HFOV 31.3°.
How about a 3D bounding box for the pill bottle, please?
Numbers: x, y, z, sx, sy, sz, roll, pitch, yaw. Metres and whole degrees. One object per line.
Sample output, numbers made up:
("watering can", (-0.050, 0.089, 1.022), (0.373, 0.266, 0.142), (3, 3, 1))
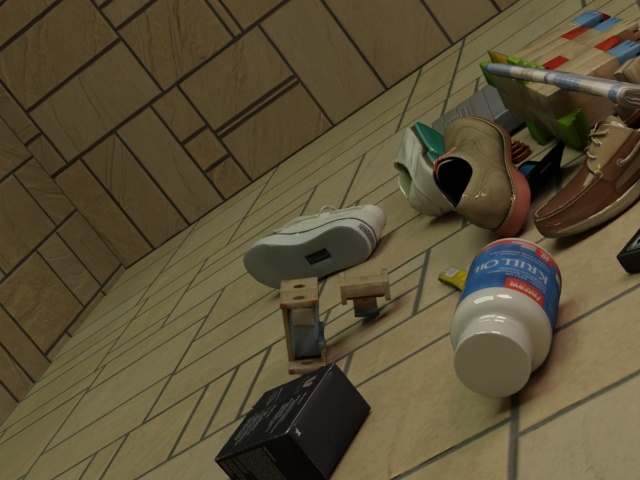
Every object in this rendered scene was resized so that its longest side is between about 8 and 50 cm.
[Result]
("pill bottle", (0.229, 0.096, 1.416), (0.124, 0.124, 0.221), (-31, 14, 27))

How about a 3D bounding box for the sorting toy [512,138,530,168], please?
("sorting toy", (0.354, -0.158, 2.190), (0.102, 0.042, 0.061), (-43, 13, -21))

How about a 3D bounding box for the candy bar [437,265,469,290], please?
("candy bar", (0.222, 0.062, 1.809), (0.040, 0.018, 0.161), (-35, 11, -6))

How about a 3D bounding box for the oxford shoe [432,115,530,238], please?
("oxford shoe", (0.251, -0.135, 1.948), (0.348, 0.130, 0.123), (-107, 38, -61))

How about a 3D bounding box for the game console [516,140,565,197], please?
("game console", (0.352, -0.118, 1.964), (0.122, 0.071, 0.107), (-44, -26, -25))

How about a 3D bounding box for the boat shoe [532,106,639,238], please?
("boat shoe", (0.436, -0.127, 1.666), (0.324, 0.116, 0.123), (-37, 12, 3))

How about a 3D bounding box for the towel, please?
("towel", (0.430, -0.243, 1.824), (0.209, 0.034, 0.285), (0, 15, -40))

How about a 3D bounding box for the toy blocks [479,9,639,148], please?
("toy blocks", (0.493, -0.321, 2.141), (0.261, 0.190, 0.381), (-29, 23, -2))

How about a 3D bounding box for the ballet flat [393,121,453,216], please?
("ballet flat", (0.220, -0.119, 2.249), (0.139, 0.139, 0.400), (-36, 20, 8))

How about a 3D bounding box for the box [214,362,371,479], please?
("box", (-0.038, 0.270, 1.600), (0.158, 0.093, 0.156), (-29, 15, 40))

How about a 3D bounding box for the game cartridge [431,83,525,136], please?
("game cartridge", (0.352, -0.263, 2.555), (0.230, 0.068, 0.355), (-38, 12, 15))

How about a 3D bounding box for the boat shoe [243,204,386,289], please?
("boat shoe", (-0.004, -0.007, 2.435), (0.367, 0.136, 0.156), (-21, 20, 44))

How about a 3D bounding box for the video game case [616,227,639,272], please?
("video game case", (0.524, -0.066, 1.387), (0.248, 0.035, 0.275), (-45, 13, -29))

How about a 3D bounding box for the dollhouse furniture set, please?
("dollhouse furniture set", (0.030, 0.135, 1.926), (0.184, 0.129, 0.129), (-7, 16, 2))

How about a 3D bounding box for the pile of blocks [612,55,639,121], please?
("pile of blocks", (0.632, -0.333, 1.882), (0.362, 0.112, 0.149), (-36, 12, 11))
